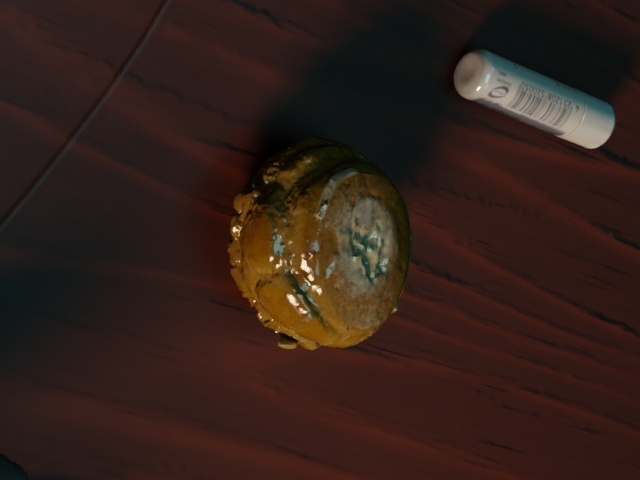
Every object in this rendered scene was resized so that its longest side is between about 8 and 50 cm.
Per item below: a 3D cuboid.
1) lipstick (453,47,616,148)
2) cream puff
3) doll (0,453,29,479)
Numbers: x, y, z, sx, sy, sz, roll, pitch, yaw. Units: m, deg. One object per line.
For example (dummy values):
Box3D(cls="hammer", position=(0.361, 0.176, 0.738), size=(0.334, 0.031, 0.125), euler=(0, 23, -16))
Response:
Box3D(cls="lipstick", position=(0.159, -0.105, 1.477), size=(0.141, 0.040, 0.040), euler=(17, 93, -38))
Box3D(cls="cream puff", position=(-0.005, 0.001, 1.351), size=(0.126, 0.103, 0.144), euler=(-28, 119, -41))
Box3D(cls="doll", position=(-0.284, 0.210, 1.088), size=(0.340, 0.246, 0.158), euler=(-22, 153, -25))
